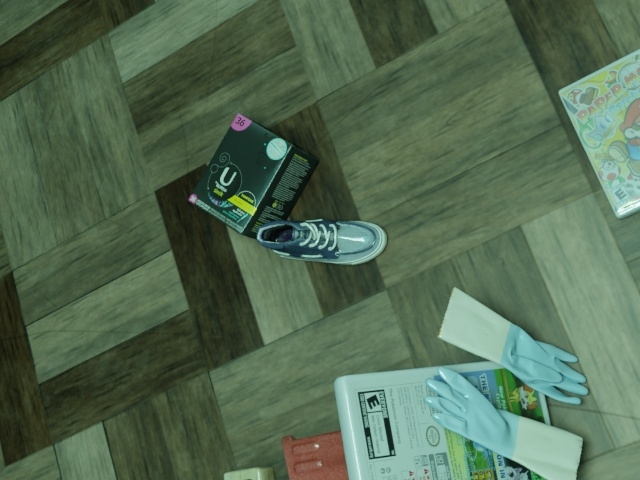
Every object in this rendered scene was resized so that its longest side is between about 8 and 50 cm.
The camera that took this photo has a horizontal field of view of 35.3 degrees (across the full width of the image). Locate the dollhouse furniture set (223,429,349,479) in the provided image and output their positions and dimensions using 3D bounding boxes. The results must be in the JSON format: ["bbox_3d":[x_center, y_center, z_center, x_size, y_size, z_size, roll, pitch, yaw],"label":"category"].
[{"bbox_3d":[-0.046,0.362,1.425,0.374,0.201,0.152,-17,73,29],"label":"dollhouse furniture set"}]

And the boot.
[{"bbox_3d":[0.000,0.000,1.527,0.190,0.086,0.069,-5,78,26],"label":"boot"}]

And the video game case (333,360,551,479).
[{"bbox_3d":[0.181,0.323,1.286,0.036,0.300,0.329,140,124,-61],"label":"video game case"}]

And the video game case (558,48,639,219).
[{"bbox_3d":[0.466,-0.167,1.361,0.227,0.026,0.206,-27,69,20],"label":"video game case"}]

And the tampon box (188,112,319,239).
[{"bbox_3d":[-0.104,-0.096,1.588,0.120,0.101,0.161,31,94,27],"label":"tampon box"}]

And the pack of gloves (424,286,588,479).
[{"bbox_3d":[0.239,0.197,1.313,0.046,0.232,0.195,-49,15,52],"label":"pack of gloves"}]
